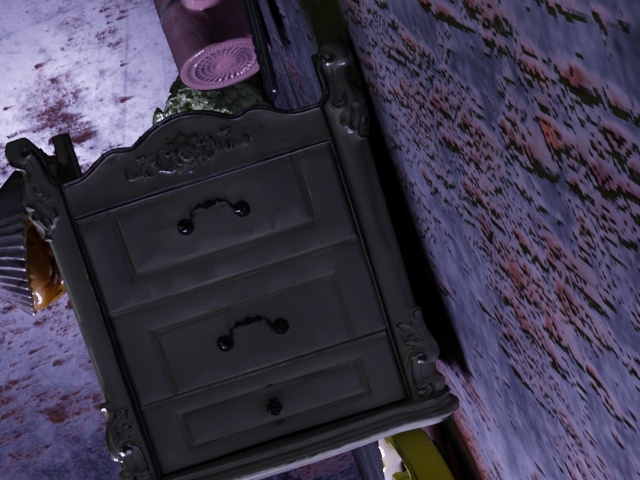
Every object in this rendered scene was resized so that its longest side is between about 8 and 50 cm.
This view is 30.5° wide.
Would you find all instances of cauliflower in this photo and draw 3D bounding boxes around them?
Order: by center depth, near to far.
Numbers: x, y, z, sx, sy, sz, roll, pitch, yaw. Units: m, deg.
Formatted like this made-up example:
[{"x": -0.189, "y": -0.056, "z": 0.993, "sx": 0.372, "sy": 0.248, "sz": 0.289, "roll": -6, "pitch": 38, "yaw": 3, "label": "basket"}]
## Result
[{"x": -0.186, "y": -0.155, "z": 1.885, "sx": 0.272, "sy": 0.250, "sz": 0.275, "roll": -115, "pitch": 1, "yaw": -65, "label": "cauliflower"}]

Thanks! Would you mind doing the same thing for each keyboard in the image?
[{"x": -0.068, "y": -0.246, "z": 1.350, "sx": 0.103, "sy": 0.041, "sz": 0.381, "roll": -161, "pitch": 51, "yaw": -86, "label": "keyboard"}]

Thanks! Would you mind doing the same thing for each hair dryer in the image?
[{"x": -0.157, "y": -0.357, "z": 1.453, "sx": 0.352, "sy": 0.125, "sz": 0.210, "roll": 90, "pitch": 161, "yaw": -70, "label": "hair dryer"}]

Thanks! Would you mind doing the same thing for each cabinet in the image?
[{"x": -0.072, "y": 0.021, "z": 1.023, "sx": 0.227, "sy": 0.290, "sz": 0.318, "roll": -110, "pitch": 3, "yaw": -82, "label": "cabinet"}]

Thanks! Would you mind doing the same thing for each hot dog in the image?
[{"x": -0.258, "y": -0.006, "z": 1.064, "sx": 0.253, "sy": 0.069, "sz": 0.131, "roll": -111, "pitch": 15, "yaw": -76, "label": "hot dog"}]

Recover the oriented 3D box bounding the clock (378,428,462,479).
[{"x": 0.138, "y": 0.321, "z": 1.222, "sx": 0.293, "sy": 0.071, "sz": 0.277, "roll": -116, "pitch": 11, "yaw": -49, "label": "clock"}]
